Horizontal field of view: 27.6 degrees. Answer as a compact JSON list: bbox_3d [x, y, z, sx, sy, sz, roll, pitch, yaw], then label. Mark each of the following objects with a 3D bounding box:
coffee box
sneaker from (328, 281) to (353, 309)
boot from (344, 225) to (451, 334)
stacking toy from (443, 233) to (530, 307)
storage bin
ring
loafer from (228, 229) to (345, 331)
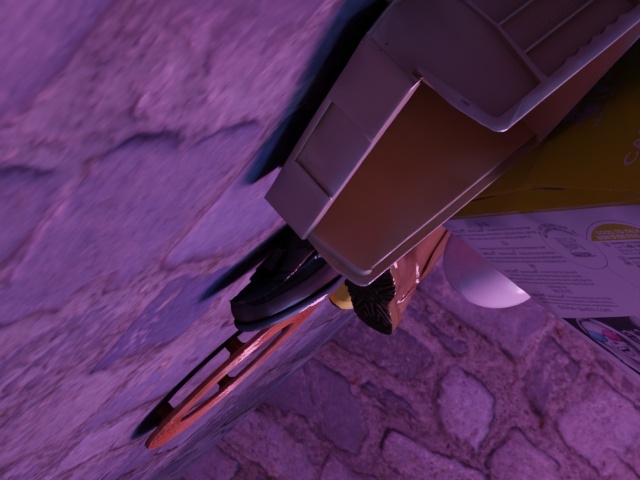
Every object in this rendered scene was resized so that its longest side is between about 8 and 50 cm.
[{"bbox_3d":[0.381,-0.072,1.222,0.338,0.334,0.338,-59,-160,-14],"label":"coffee box"},{"bbox_3d":[0.083,0.012,1.873,0.208,0.081,0.094,-49,166,1],"label":"sneaker"},{"bbox_3d":[0.127,-0.037,1.674,0.269,0.089,0.236,-54,163,-21],"label":"boot"},{"bbox_3d":[0.330,-0.029,1.595,0.479,0.351,0.350,-17,160,-33],"label":"stacking toy"},{"bbox_3d":[0.111,-0.117,0.996,0.260,0.123,0.262,-39,173,-30],"label":"storage bin"},{"bbox_3d":[-0.130,0.183,1.896,0.336,0.032,0.336,-42,173,-6],"label":"ring"},{"bbox_3d":[0.000,0.000,1.381,0.267,0.084,0.096,-33,-159,-32],"label":"loafer"}]
